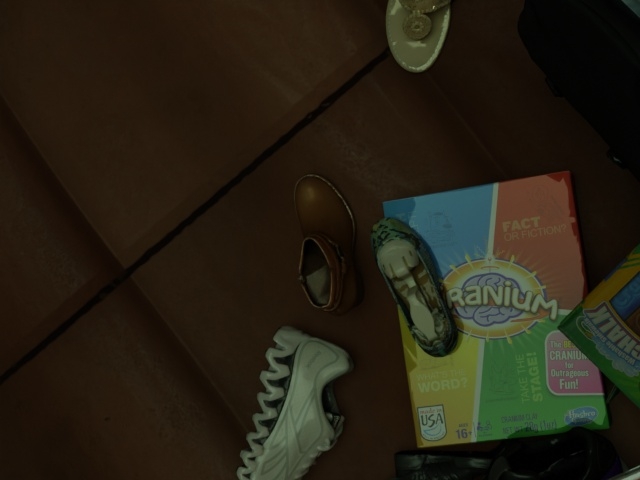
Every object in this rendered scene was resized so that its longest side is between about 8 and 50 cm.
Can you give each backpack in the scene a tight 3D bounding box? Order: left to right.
[{"bbox_3d":[0.441,-0.259,1.197,0.355,0.273,0.290,-25,65,-17],"label":"backpack"}]

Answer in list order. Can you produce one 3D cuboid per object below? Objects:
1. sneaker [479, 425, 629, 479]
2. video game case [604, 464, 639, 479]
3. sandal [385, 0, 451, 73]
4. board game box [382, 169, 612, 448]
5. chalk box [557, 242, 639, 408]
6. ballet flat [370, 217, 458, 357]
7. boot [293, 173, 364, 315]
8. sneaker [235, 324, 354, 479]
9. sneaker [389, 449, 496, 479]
[{"bbox_3d":[0.219,0.307,1.337,0.293,0.146,0.102,-31,46,4],"label":"sneaker"},{"bbox_3d":[0.423,0.306,1.165,0.285,0.025,0.204,-26,88,10],"label":"video game case"},{"bbox_3d":[0.129,-0.341,1.445,0.088,0.079,0.240,14,92,17],"label":"sandal"},{"bbox_3d":[0.219,0.088,1.409,0.242,0.064,0.317,-10,85,16],"label":"board game box"},{"bbox_3d":[0.409,0.079,1.265,0.179,0.180,0.289,46,134,11],"label":"chalk box"},{"bbox_3d":[0.114,0.054,1.374,0.070,0.070,0.188,-31,79,13],"label":"ballet flat"},{"bbox_3d":[0.000,0.000,1.432,0.073,0.152,0.197,-24,81,15],"label":"boot"},{"bbox_3d":[-0.037,0.264,1.464,0.118,0.110,0.292,14,92,8],"label":"sneaker"},{"bbox_3d":[0.150,0.315,1.431,0.170,0.051,0.089,-2,88,21],"label":"sneaker"}]
